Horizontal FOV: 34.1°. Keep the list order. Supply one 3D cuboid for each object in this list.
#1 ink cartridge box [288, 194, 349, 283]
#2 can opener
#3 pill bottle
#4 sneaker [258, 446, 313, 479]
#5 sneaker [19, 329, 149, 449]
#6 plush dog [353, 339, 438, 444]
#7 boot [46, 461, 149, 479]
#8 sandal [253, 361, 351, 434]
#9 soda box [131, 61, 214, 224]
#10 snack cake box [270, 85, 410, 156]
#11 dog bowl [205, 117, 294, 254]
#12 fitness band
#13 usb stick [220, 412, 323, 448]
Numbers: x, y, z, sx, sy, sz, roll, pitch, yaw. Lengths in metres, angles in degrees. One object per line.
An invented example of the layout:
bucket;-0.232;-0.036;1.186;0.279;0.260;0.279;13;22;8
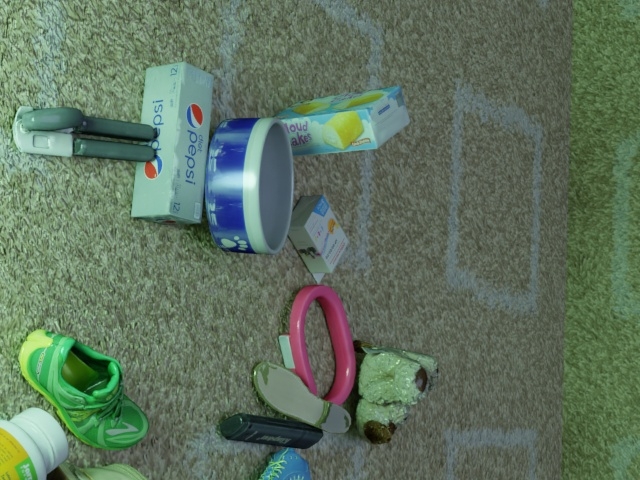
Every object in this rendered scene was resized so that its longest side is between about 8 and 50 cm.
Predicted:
ink cartridge box;0.000;0.000;2.313;0.181;0.062;0.104;60;44;-34
can opener;-0.382;-0.177;1.752;0.283;0.095;0.076;2;87;-48
pill bottle;-0.492;0.349;1.530;0.246;0.136;0.136;-35;116;-50
sneaker;-0.100;0.492;2.143;0.240;0.091;0.126;17;57;-54
sneaker;-0.373;0.257;1.717;0.295;0.124;0.109;53;47;-40
plush dog;0.146;0.364;2.418;0.262;0.211;0.225;0;104;-76
boot;-0.331;0.459;1.688;0.095;0.262;0.203;-54;147;11
sandal;-0.051;0.339;2.204;0.240;0.079;0.088;32;73;-12
soda box;-0.270;-0.175;1.911;0.091;0.098;0.286;16;74;-53
snack cake box;0.035;-0.249;2.202;0.152;0.264;0.089;-42;121;-48
dog bowl;-0.133;-0.106;2.018;0.265;0.104;0.264;2;90;-78
fitness band;0.000;0.240;2.307;0.209;0.054;0.290;-33;116;-51
usb stick;-0.096;0.393;2.145;0.278;0.077;0.045;22;45;-52
